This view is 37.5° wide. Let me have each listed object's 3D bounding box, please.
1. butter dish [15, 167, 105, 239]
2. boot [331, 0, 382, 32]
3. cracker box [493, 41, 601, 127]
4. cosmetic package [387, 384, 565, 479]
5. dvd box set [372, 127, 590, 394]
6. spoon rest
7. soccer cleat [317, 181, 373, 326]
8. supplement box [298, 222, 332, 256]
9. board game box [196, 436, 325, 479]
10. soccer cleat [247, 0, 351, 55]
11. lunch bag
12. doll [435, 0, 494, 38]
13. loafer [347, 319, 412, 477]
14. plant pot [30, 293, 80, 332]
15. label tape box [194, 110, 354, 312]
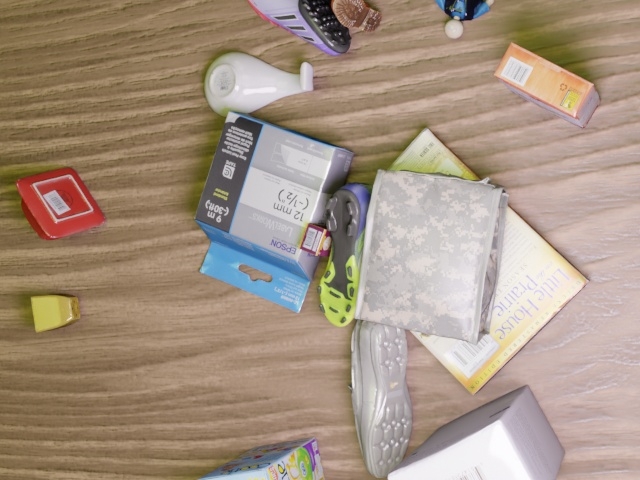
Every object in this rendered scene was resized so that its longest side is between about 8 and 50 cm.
[{"bbox_3d":[-0.583,-0.061,2.060,0.118,0.159,0.160,-43,77,39],"label":"butter dish"},{"bbox_3d":[0.049,-0.451,1.812,0.084,0.158,0.059,43,106,22],"label":"boot"},{"bbox_3d":[0.401,-0.266,1.649,0.155,0.232,0.067,31,102,16],"label":"cracker box"},{"bbox_3d":[0.281,0.384,1.622,0.217,0.385,0.156,-30,82,15],"label":"cosmetic package"},{"bbox_3d":[0.251,0.038,1.797,0.420,0.062,0.308,45,104,14],"label":"dvd box set"},{"bbox_3d":[-0.125,-0.321,1.926,0.276,0.084,0.137,3,91,33],"label":"spoon rest"},{"bbox_3d":[0.062,0.028,1.782,0.093,0.121,0.289,19,117,31],"label":"soccer cleat"},{"bbox_3d":[0.000,0.000,1.808,0.043,0.083,0.055,21,96,25],"label":"supplement box"},{"bbox_3d":[-0.104,0.486,1.815,0.144,0.275,0.142,-14,86,19],"label":"board game box"},{"bbox_3d":[-0.066,-0.470,1.891,0.318,0.108,0.116,48,126,10],"label":"soccer cleat"},{"bbox_3d":[0.203,0.017,1.693,0.235,0.169,0.287,10,98,19],"label":"lunch bag"},{"bbox_3d":[0.269,-0.479,1.791,0.129,0.046,0.189,13,101,9],"label":"doll"},{"bbox_3d":[0.111,0.300,1.838,0.111,0.112,0.320,9,99,56],"label":"loafer"},{"bbox_3d":[-0.579,0.155,2.083,0.083,0.081,0.081,-10,87,9],"label":"plant pot"},{"bbox_3d":[-0.111,-0.056,1.892,0.249,0.115,0.348,21,96,21],"label":"label tape box"}]
